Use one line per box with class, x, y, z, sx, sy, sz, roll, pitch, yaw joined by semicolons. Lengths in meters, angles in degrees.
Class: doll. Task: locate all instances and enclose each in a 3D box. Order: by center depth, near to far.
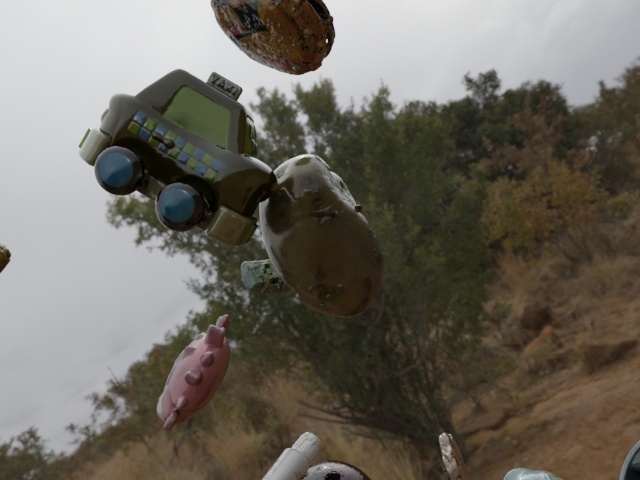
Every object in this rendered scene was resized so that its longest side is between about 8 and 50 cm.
doll;-0.224;0.239;1.071;0.211;0.093;0.261;-54;10;44

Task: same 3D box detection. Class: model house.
model house;-0.109;0.072;1.163;0.083;0.078;0.066;-1;-31;-31

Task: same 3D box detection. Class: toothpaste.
toothpaste;-0.063;0.257;0.546;0.190;0.031;0.048;-42;-7;-38

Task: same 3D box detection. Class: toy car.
toy car;-0.166;-0.125;0.775;0.198;0.248;0.204;-58;1;3

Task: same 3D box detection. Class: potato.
potato;0.000;0.000;0.885;0.165;0.262;0.165;-21;7;3

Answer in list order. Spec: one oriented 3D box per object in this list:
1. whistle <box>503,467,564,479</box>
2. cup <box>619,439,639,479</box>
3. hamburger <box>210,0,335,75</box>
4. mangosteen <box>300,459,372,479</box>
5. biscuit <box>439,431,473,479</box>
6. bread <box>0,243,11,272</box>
whistle;0.421;0.479;1.004;0.142;0.346;0.133;-56;26;22
cup;0.601;0.406;0.833;0.206;0.312;0.205;-36;36;32
hamburger;-0.076;-0.375;0.990;0.107;0.231;0.231;-48;-2;-22
mangosteen;0.003;0.387;0.801;0.172;0.172;0.184;-38;-49;25
biscuit;0.309;0.540;1.272;0.041;0.208;0.290;-25;23;8
bread;-0.668;0.054;1.163;0.110;0.060;0.066;-55;-6;-15
